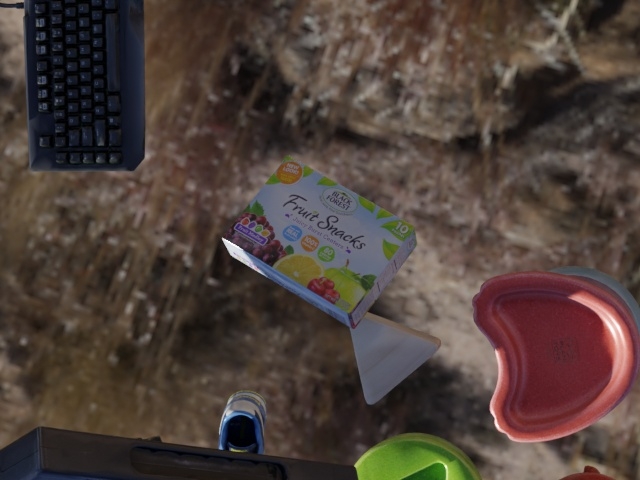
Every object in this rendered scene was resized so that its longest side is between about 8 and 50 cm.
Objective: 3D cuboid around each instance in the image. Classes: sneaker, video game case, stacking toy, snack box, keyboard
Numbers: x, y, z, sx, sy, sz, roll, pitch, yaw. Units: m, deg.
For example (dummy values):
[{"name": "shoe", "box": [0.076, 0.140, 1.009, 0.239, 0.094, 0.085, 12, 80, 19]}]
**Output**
[{"name": "sneaker", "box": [-0.078, 0.223, 1.459, 0.053, 0.144, 0.059, -3, -178, 1]}, {"name": "video game case", "box": [-0.154, 0.198, 1.013, 0.248, 0.035, 0.275, 14, 146, -38]}, {"name": "stacking toy", "box": [0.169, 0.172, 1.365, 0.279, 0.309, 0.130, 0, -172, 14]}, {"name": "snack box", "box": [0.000, 0.000, 1.298, 0.141, 0.100, 0.037, 30, 160, 23]}, {"name": "keyboard", "box": [-0.266, -0.224, 1.405, 0.201, 0.317, 0.033, 0, -174, 12]}]

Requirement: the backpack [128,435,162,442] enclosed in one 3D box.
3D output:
[{"name": "backpack", "box": [-0.185, 0.269, 1.306, 0.115, 0.152, 0.182, 53, 156, 19]}]
